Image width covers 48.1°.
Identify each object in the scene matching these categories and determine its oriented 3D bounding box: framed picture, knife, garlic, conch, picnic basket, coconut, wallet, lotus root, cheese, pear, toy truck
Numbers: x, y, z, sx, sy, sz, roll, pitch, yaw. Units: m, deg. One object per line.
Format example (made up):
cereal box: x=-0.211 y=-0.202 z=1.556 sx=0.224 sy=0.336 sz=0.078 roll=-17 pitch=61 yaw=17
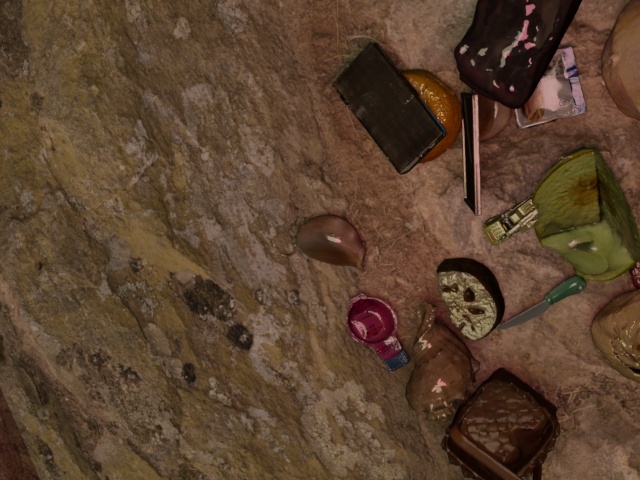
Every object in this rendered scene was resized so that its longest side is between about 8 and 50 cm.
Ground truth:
framed picture: x=0.376 y=-0.222 z=1.797 sx=0.016 sy=0.213 sz=0.289 roll=-4 pitch=102 yaw=4
knife: x=0.589 y=0.174 z=1.911 sx=0.260 sy=0.063 sz=0.035 roll=-37 pitch=50 yaw=23
garlic: x=-0.003 y=-0.004 z=2.049 sx=0.266 sy=0.128 sz=0.148 roll=11 pitch=95 yaw=27
garlic: x=0.433 y=-0.346 z=1.818 sx=0.101 sy=0.087 sz=0.196 roll=5 pitch=106 yaw=34
conch: x=0.323 y=0.331 z=1.940 sx=0.186 sy=0.263 sz=0.324 roll=9 pitch=90 yaw=-5
picnic basket: x=0.472 y=0.516 z=1.891 sx=0.254 sy=0.321 sz=0.291 roll=37 pitch=109 yaw=10
coconut: x=0.811 y=-0.417 z=1.560 sx=0.352 sy=0.352 sz=0.353 roll=4 pitch=104 yaw=17
wallet: x=0.172 y=-0.335 z=1.823 sx=0.169 sy=0.044 sz=0.317 roll=-44 pitch=71 yaw=28
lotus root: x=0.409 y=0.152 z=1.926 sx=0.138 sy=0.119 sz=0.235 roll=-27 pitch=91 yaw=22
cheese: x=0.166 y=0.263 z=2.064 sx=0.155 sy=0.062 sz=0.244 roll=-33 pitch=92 yaw=23
pear: x=0.656 y=-0.033 z=1.753 sx=0.176 sy=0.286 sz=0.282 roll=-24 pitch=129 yaw=36
toy truck: x=0.503 y=-0.049 z=1.855 sx=0.169 sy=0.100 sz=0.077 roll=-30 pitch=91 yaw=22

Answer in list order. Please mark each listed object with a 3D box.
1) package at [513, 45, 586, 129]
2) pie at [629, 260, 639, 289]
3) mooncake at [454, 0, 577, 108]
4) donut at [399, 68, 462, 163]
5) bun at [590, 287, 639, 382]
package: x=0.560 y=-0.380 z=1.796 sx=0.173 sy=0.027 sz=0.171 roll=-13 pitch=99 yaw=25
pie: x=0.856 y=0.084 z=1.804 sx=0.153 sy=0.038 sz=0.154 roll=5 pitch=106 yaw=16
mooncake: x=0.459 y=-0.502 z=1.620 sx=0.212 sy=0.350 sz=0.381 roll=33 pitch=111 yaw=18
donut: x=0.241 y=-0.324 z=1.877 sx=0.253 sy=0.118 sz=0.253 roll=3 pitch=96 yaw=31
bun: x=0.814 y=0.251 z=1.782 sx=0.259 sy=0.152 sz=0.259 roll=8 pitch=114 yaw=18
